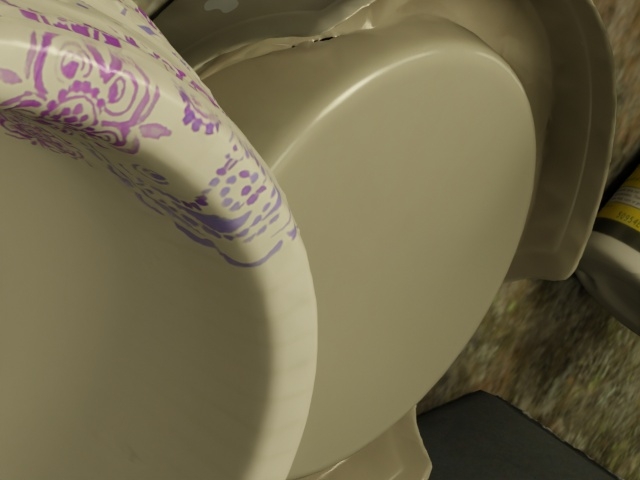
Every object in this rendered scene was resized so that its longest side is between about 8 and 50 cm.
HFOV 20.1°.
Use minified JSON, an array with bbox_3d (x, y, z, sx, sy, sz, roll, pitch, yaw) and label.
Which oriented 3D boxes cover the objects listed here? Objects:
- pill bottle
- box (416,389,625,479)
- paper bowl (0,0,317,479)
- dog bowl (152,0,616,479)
[{"bbox_3d":[0.274,-0.032,1.213,0.208,0.119,0.119,-49,146,-10],"label":"pill bottle"},{"bbox_3d":[-0.003,0.409,1.092,0.480,0.297,0.472,-18,129,-43],"label":"box"},{"bbox_3d":[-0.155,0.030,0.525,0.284,0.148,0.284,-18,131,-21],"label":"paper bowl"},{"bbox_3d":[0.000,0.000,0.916,0.349,0.102,0.349,-31,138,-32],"label":"dog bowl"}]
